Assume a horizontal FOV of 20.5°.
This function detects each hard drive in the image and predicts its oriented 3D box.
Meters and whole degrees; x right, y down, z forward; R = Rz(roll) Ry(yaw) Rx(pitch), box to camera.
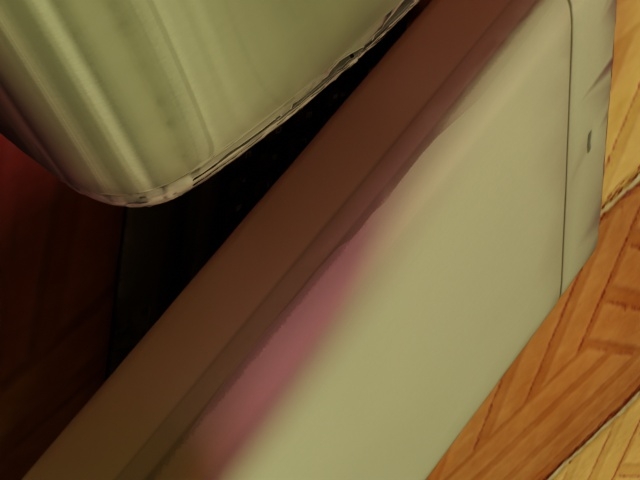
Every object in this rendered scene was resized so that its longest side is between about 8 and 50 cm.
[{"bbox_3d":[-0.004,0.065,0.653,0.353,0.047,0.233,-50,156,-22],"label":"hard drive"}]

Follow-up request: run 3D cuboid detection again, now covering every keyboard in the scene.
[{"bbox_3d":[0.000,0.000,0.719,0.201,0.033,0.317,-27,145,-35],"label":"keyboard"}]

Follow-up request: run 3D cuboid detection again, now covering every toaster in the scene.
[{"bbox_3d":[-0.039,-0.107,0.437,0.227,0.129,0.146,-45,153,-14],"label":"toaster"}]
